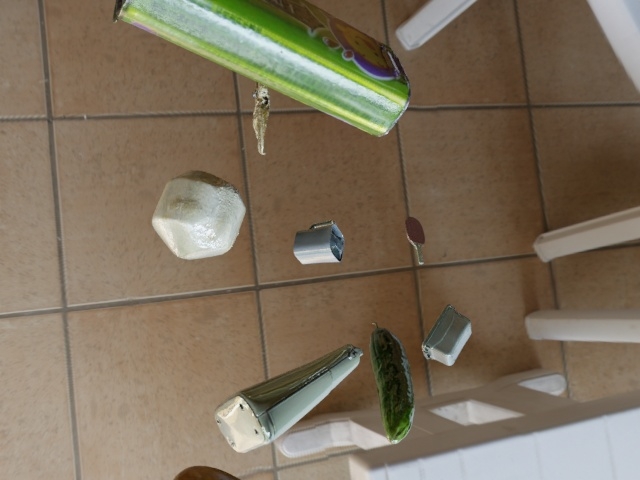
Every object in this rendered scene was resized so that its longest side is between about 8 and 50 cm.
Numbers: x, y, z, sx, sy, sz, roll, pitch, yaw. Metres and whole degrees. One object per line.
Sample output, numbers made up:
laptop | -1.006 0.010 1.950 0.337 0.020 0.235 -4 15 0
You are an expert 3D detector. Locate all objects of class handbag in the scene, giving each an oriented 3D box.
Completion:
handbag | -0.042 0.270 1.165 0.315 0.241 0.109 -31 85 -36

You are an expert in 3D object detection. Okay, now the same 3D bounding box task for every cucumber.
cucumber | 0.071 0.134 0.594 0.039 0.168 0.039 -1 118 -1

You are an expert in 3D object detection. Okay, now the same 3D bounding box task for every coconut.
coconut | -0.345 -0.058 1.734 0.245 0.245 0.247 21 74 -14

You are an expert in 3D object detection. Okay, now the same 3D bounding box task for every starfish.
starfish | -0.160 -0.350 1.601 0.050 0.138 0.247 5 94 -10

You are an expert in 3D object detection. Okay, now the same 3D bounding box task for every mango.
mango | -0.138 0.377 0.853 0.184 0.102 0.085 48 34 -38

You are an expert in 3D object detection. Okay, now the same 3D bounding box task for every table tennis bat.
table tennis bat | 0.299 -0.001 1.884 0.087 0.013 0.156 11 62 -43

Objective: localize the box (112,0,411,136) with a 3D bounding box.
box | -0.059 -0.236 0.705 0.345 0.097 0.134 18 41 -31

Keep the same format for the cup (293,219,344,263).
cup | 0.000 0.000 1.784 0.095 0.129 0.128 52 39 -50

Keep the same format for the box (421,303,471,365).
box | 0.395 0.297 1.863 0.092 0.124 0.172 27 72 28
